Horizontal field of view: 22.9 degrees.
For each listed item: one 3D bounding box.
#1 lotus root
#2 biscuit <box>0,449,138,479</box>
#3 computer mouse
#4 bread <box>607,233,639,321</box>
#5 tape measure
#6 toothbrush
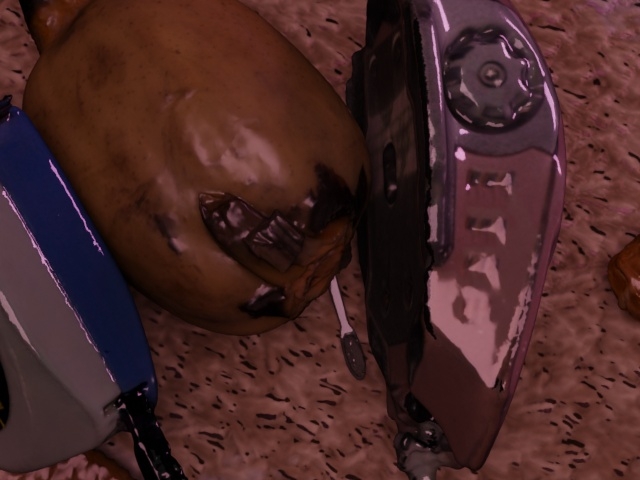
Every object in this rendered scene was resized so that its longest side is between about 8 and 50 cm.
[{"bbox_3d":[-0.100,-0.078,1.004,0.183,0.183,0.310,-44,74,-1],"label":"lotus root"},{"bbox_3d":[-0.222,0.267,1.040,0.305,0.038,0.305,0,84,2],"label":"biscuit"},{"bbox_3d":[0.093,-0.005,0.979,0.114,0.199,0.389,-3,85,-9],"label":"computer mouse"},{"bbox_3d":[0.254,-0.008,1.035,0.157,0.044,0.052,-40,89,-1],"label":"bread"},{"bbox_3d":[-0.160,0.096,0.974,0.098,0.215,0.351,-30,94,-35],"label":"tape measure"},{"bbox_3d":[0.000,0.000,1.063,0.014,0.017,0.194,-16,81,-4],"label":"toothbrush"}]
